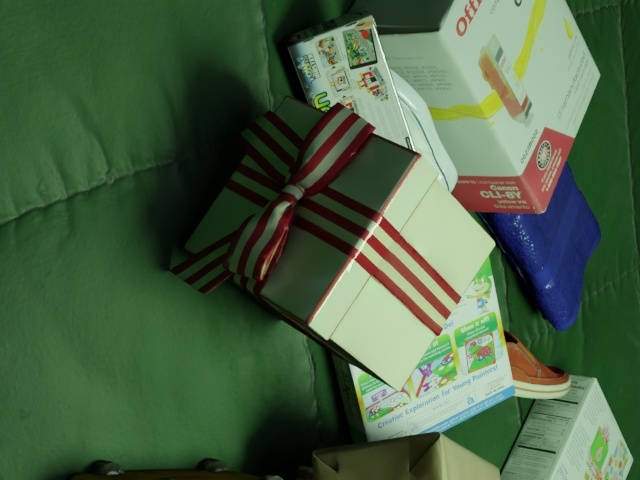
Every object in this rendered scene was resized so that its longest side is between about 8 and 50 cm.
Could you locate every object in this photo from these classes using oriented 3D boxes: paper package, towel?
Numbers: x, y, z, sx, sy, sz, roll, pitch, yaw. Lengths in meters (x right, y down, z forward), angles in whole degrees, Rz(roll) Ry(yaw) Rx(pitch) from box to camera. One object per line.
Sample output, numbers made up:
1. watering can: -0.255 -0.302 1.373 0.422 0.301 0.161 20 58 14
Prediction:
1. paper package: 0.128 0.415 1.683 0.325 0.168 0.310 41 42 -63
2. towel: 0.353 -0.031 2.165 0.308 0.076 0.228 56 45 -39

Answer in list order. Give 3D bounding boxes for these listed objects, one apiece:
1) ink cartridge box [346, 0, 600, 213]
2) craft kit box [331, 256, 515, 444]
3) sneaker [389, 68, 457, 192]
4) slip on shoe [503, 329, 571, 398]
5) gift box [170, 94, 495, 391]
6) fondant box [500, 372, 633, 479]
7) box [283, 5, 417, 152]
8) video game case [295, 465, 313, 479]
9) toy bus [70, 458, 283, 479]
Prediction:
1. ink cartridge box: 0.226 -0.261 1.893 0.385 0.160 0.279 52 54 -41
2. craft kit box: 0.136 0.148 1.836 0.249 0.061 0.247 -23 116 -24
3. sneaker: 0.103 -0.132 1.805 0.091 0.094 0.258 -52 127 -20
4. slip on shoe: 0.285 0.189 2.064 0.331 0.123 0.101 16 77 -47
5. gift box: 0.000 0.000 1.568 0.255 0.276 0.258 -60 141 -10
6. fondant box: 0.398 0.422 2.248 0.330 0.096 0.238 -57 135 -30
7. box: 0.040 -0.181 1.706 0.036 0.114 0.207 -109 179 -60
8. video game case: 0.004 0.458 1.797 0.204 0.025 0.285 27 72 -50
9. toy bus: -0.139 0.323 1.530 0.332 0.108 0.130 11 87 -53
